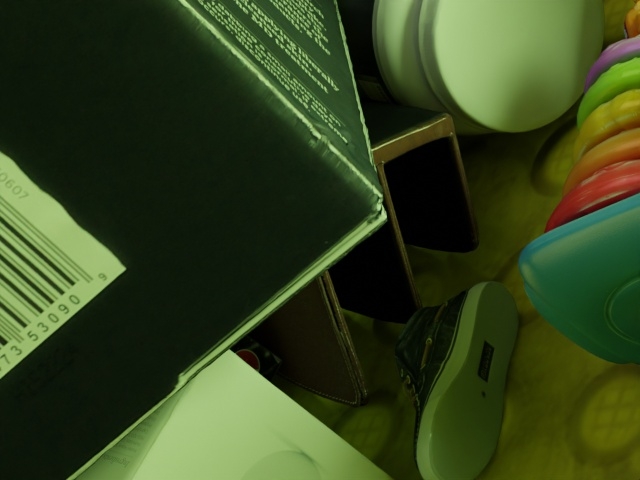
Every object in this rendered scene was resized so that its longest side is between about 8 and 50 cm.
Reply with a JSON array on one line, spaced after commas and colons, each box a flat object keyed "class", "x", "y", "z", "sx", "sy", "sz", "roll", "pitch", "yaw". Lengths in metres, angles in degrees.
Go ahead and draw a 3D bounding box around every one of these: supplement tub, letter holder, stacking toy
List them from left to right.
[{"class": "letter holder", "x": 0.000, "y": 0.000, "z": 1.458, "sx": 0.152, "sy": 0.214, "sz": 0.302, "roll": -24, "pitch": 20, "yaw": -22}, {"class": "supplement tub", "x": 0.098, "y": -0.193, "z": 1.475, "sx": 0.191, "sy": 0.191, "sz": 0.272, "roll": -55, "pitch": 29, "yaw": -9}, {"class": "stacking toy", "x": 0.232, "y": -0.080, "z": 1.137, "sx": 0.165, "sy": 0.175, "sz": 0.302, "roll": -25, "pitch": 46, "yaw": 37}]

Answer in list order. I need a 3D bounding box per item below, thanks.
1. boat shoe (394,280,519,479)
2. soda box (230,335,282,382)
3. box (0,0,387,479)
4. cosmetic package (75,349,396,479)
[{"class": "boat shoe", "x": 0.091, "y": 0.115, "z": 1.266, "sx": 0.083, "sy": 0.065, "sz": 0.183, "roll": -24, "pitch": 32, "yaw": 42}, {"class": "soda box", "x": -0.098, "y": 0.107, "z": 1.503, "sx": 0.053, "sy": 0.060, "sz": 0.169, "roll": -58, "pitch": 21, "yaw": -13}, {"class": "box", "x": -0.235, "y": -0.065, "z": 1.250, "sx": 0.480, "sy": 0.297, "sz": 0.472, "roll": -40, "pitch": 21, "yaw": 15}, {"class": "cosmetic package", "x": -0.089, "y": 0.219, "z": 1.218, "sx": 0.138, "sy": 0.224, "sz": 0.225, "roll": 1, "pitch": 56, "yaw": 54}]
